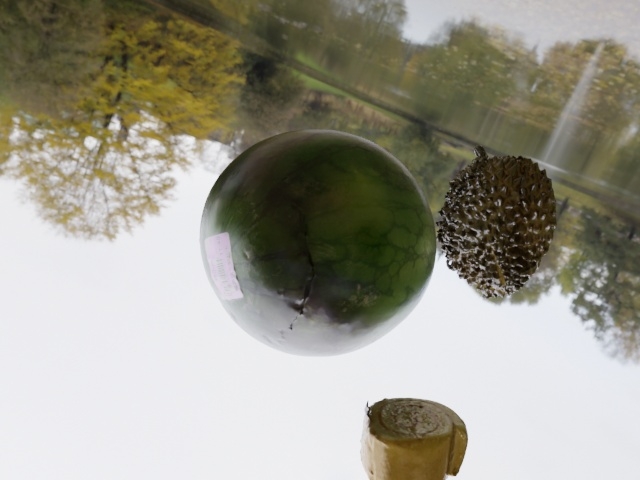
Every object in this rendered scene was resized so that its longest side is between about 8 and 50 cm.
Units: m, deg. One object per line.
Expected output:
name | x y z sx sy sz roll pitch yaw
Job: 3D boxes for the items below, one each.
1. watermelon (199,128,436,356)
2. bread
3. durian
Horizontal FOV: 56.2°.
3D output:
watermelon | 0.000 0.000 0.892 0.363 0.363 0.363 21 -168 -5
bread | 0.108 0.230 0.700 0.122 0.073 0.149 2 -176 1
durian | 0.175 -0.030 0.656 0.091 0.188 0.148 11 151 -16
